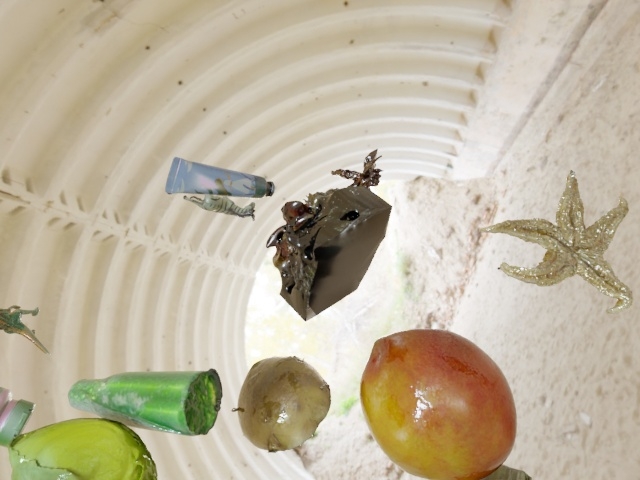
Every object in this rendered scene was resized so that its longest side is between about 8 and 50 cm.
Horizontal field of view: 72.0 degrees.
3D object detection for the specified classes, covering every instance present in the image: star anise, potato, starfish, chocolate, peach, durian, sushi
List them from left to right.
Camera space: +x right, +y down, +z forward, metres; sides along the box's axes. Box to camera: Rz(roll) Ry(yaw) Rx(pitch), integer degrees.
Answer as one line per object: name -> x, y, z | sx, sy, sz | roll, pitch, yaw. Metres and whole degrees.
durian -> -0.336, 0.339, 0.649 | 0.139, 0.251, 0.101 | -56, -19, -64
chocolate -> -0.318, 0.276, 0.767 | 0.110, 0.292, 0.110 | -5, -90, -68
potato -> -0.122, 0.379, 1.089 | 0.239, 0.299, 0.116 | -49, -59, -18
sushi -> 0.000, 0.001, 0.965 | 0.216, 0.212, 0.227 | -27, -37, -29
star anise -> 0.100, -0.167, 1.108 | 0.141, 0.158, 0.144 | -35, -20, 13
peach -> 0.237, 0.333, 0.926 | 0.308, 0.332, 0.308 | -47, -3, -3
starfish -> 0.495, -0.006, 0.885 | 0.302, 0.299, 0.060 | -50, -16, -20

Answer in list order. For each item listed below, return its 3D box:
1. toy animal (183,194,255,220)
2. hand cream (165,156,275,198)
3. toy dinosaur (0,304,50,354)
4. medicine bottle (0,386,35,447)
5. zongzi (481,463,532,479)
toy animal -> -0.343, -0.125, 1.527 | 0.217, 0.176, 0.073 | 5, -68, -46
hand cream -> -0.224, -0.133, 1.018 | 0.256, 0.055, 0.088 | 5, -58, -38
toy dinosaur -> -0.565, 0.149, 0.792 | 0.106, 0.187, 0.044 | 31, -87, -48
medicine bottle -> -0.833, 0.393, 1.029 | 0.133, 0.274, 0.133 | -51, 21, 29
zongzi -> 0.387, 0.699, 0.984 | 0.286, 0.139, 0.299 | -21, -56, -62
